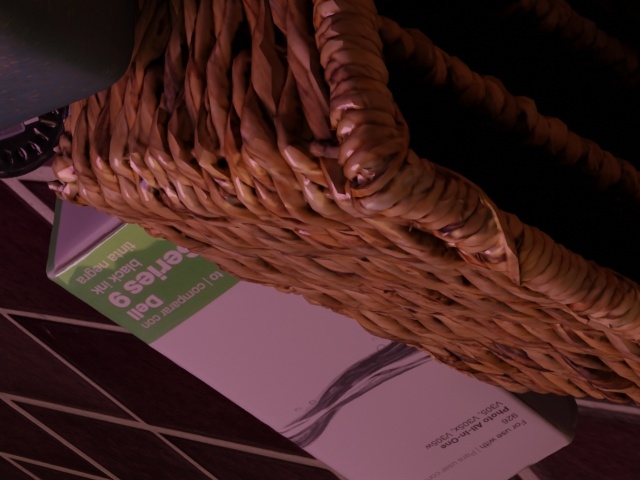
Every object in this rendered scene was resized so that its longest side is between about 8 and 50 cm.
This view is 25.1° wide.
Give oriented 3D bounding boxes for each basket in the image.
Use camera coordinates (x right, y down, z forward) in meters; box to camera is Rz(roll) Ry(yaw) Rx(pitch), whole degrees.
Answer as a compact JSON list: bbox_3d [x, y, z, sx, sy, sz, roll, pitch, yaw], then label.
[{"bbox_3d":[0.082,-0.064,0.601,0.299,0.214,0.223,25,166,-34],"label":"basket"}]

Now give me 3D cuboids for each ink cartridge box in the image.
[{"bbox_3d":[0.000,0.000,0.816,0.121,0.211,0.289,-36,123,24],"label":"ink cartridge box"}]

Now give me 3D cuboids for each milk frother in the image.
[{"bbox_3d":[-0.170,-0.117,0.921,0.143,0.129,0.135,-3,-164,-6],"label":"milk frother"}]

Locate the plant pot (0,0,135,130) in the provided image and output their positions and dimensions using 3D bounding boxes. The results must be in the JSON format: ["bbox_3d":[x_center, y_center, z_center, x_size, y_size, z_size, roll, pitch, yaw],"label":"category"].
[{"bbox_3d":[-0.197,-0.142,0.501,0.247,0.247,0.252,-17,153,31],"label":"plant pot"}]
